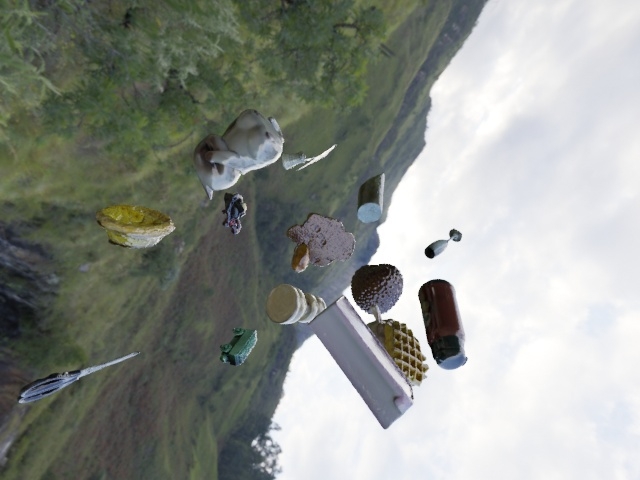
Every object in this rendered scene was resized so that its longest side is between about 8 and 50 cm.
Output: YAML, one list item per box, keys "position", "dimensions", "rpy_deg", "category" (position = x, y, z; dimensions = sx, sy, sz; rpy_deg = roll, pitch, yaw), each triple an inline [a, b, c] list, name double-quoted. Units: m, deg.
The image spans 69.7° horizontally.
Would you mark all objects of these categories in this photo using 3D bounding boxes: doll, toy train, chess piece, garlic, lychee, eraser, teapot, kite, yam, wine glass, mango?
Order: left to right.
- position: [-0.396, -0.134, 2.095]
  dimensions: [0.248, 0.127, 0.088]
  rpy_deg: [107, 0, -51]
  category: "doll"
- position: [-0.306, -0.332, 1.699]
  dimensions: [0.370, 0.215, 0.226]
  rpy_deg: [-29, 174, -2]
  category: "doll"
- position: [-0.296, 0.384, 1.671]
  dimensions: [0.172, 0.100, 0.070]
  rpy_deg: [-55, 149, -56]
  category: "toy train"
- position: [-0.091, -0.290, 1.645]
  dimensions: [0.083, 0.057, 0.067]
  rpy_deg: [-12, 180, 16]
  category: "teapot"
- position: [-0.086, 0.287, 2.002]
  dimensions: [0.167, 0.300, 0.167]
  rpy_deg: [-8, -105, 30]
  category: "chess piece"
- position: [-0.072, 0.065, 1.711]
  dimensions: [0.077, 0.063, 0.127]
  rpy_deg: [111, -5, -49]
  category: "mango"
- position: [-0.018, -0.370, 2.037]
  dimensions: [0.229, 0.012, 0.250]
  rpy_deg: [-31, -178, 25]
  category: "kite"
- position: [0.127, 0.344, 1.378]
  dimensions: [0.122, 0.359, 0.272]
  rpy_deg: [-38, 173, 4]
  category: "eraser"
- position: [0.199, -0.184, 1.800]
  dimensions: [0.106, 0.106, 0.259]
  rpy_deg: [-43, -155, 37]
  category: "yam"
- position: [0.280, 0.240, 2.264]
  dimensions: [0.267, 0.267, 0.267]
  rpy_deg: [-49, -163, 21]
  category: "lychee"
- position: [0.244, 0.358, 1.833]
  dimensions: [0.219, 0.212, 0.218]
  rpy_deg: [-10, -165, 3]
  category: "garlic"
- position: [0.481, 0.014, 1.811]
  dimensions: [0.198, 0.066, 0.066]
  rpy_deg: [-27, 176, -38]
  category: "wine glass"

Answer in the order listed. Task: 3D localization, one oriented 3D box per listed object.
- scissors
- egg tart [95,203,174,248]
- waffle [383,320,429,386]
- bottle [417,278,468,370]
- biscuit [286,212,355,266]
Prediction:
- position: [-0.606, 0.337, 1.179]
  dimensions: [0.300, 0.022, 0.109]
  rpy_deg: [-16, 156, -49]
  category: "scissors"
- position: [-0.446, -0.031, 1.109]
  dimensions: [0.191, 0.191, 0.074]
  rpy_deg: [-106, -153, -70]
  category: "egg tart"
- position: [0.327, 0.423, 1.714]
  dimensions: [0.057, 0.219, 0.229]
  rpy_deg: [-31, -142, 37]
  category: "waffle"
- position: [0.439, 0.298, 1.630]
  dimensions: [0.144, 0.144, 0.336]
  rpy_deg: [-45, -154, 31]
  category: "bottle"
- position: [0.000, 0.000, 1.860]
  dimensions: [0.041, 0.290, 0.208]
  rpy_deg: [-129, -122, -72]
  category: "biscuit"
